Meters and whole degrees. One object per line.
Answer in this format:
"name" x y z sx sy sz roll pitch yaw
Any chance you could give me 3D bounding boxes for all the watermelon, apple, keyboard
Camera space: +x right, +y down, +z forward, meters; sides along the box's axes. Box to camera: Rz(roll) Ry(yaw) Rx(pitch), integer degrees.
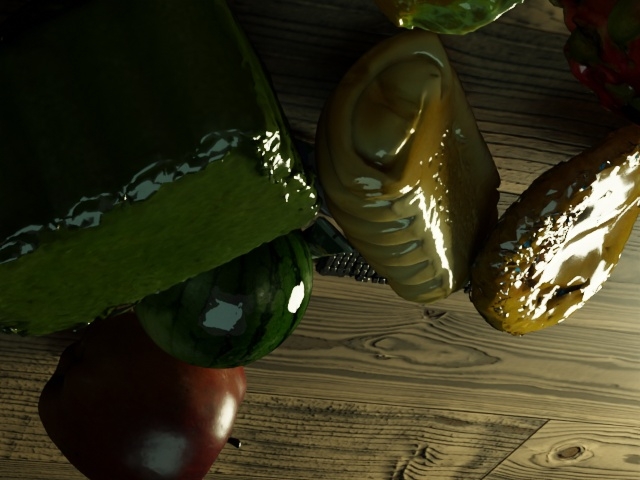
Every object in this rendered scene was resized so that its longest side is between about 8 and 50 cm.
"watermelon" -0.097 0.024 1.570 0.188 0.188 0.214 7 116 -22
"apple" -0.196 0.188 1.789 0.234 0.234 0.234 -5 148 -3
"keyboard" 0.093 0.031 1.768 0.195 0.018 0.060 6 143 -21

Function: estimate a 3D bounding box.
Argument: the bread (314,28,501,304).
"bread" 0.081 -0.056 1.491 0.121 0.173 0.311 18 158 26

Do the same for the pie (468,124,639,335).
"pie" 0.253 -0.015 1.579 0.273 0.069 0.273 -35 150 -24

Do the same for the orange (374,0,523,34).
"orange" 0.107 -0.263 1.126 0.179 0.237 0.158 -16 116 50

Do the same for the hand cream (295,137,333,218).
"hand cream" -0.030 -0.073 1.527 0.142 0.084 0.053 19 143 -22

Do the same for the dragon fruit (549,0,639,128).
"dragon fruit" 0.314 -0.218 1.218 0.231 0.237 0.302 -38 156 -45

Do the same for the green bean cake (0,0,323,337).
"green bean cake" -0.183 -0.076 1.328 0.319 0.218 0.335 -22 167 -1

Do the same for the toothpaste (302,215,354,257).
"toothpaste" 0.000 0.000 1.608 0.031 0.049 0.204 -45 -176 -8
